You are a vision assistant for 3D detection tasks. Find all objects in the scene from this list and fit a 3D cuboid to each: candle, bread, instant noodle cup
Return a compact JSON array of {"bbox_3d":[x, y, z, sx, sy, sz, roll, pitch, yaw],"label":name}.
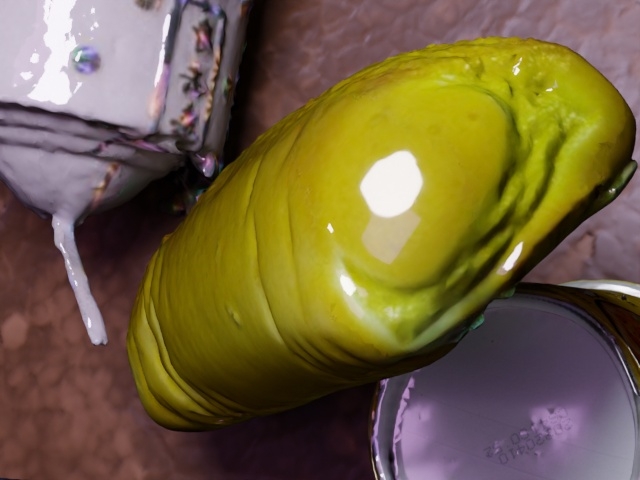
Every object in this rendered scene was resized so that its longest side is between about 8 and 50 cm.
[{"bbox_3d":[-0.132,-0.108,0.974,0.187,0.187,0.330,7,84,28],"label":"candle"},{"bbox_3d":[0.000,0.000,0.796,0.166,0.383,0.112,-42,94,-21],"label":"bread"},{"bbox_3d":[0.113,0.099,0.831,0.182,0.144,0.182,-5,79,26],"label":"instant noodle cup"}]

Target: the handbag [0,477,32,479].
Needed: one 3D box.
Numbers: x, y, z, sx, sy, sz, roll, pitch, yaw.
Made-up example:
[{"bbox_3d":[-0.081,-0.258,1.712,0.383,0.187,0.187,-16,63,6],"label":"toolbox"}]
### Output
[{"bbox_3d":[-0.185,0.271,0.847,0.122,0.329,0.303,7,83,31],"label":"handbag"}]
